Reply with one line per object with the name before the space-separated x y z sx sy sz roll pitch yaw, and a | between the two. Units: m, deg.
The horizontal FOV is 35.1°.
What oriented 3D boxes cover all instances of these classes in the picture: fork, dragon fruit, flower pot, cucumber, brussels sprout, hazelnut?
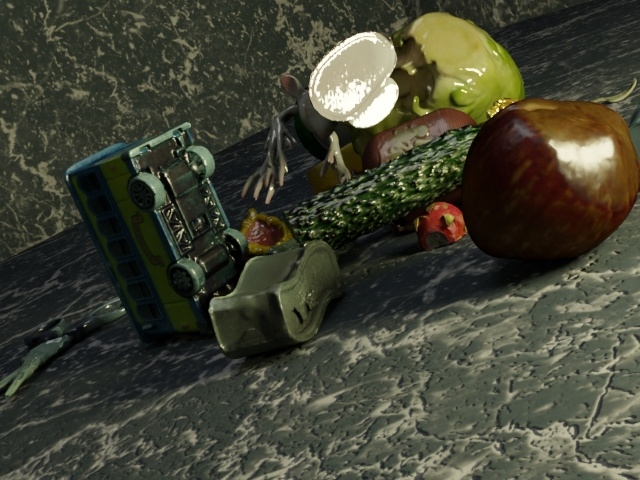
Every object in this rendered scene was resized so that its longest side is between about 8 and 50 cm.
fork | 0.522 -0.263 1.998 0.219 0.028 0.034 -23 20 15
dragon fruit | 0.178 -0.025 1.524 0.083 0.060 0.056 -14 12 24
flower pot | -0.055 0.079 1.395 0.108 0.103 0.229 -16 14 23
cucumber | 0.120 -0.084 1.527 0.359 0.096 0.096 -28 13 -1
brussels sprout | 0.218 -0.271 1.882 0.315 0.276 0.371 -13 -18 -19
hazelnut | 0.288 -0.064 1.257 0.234 0.218 0.218 -8 4 -32

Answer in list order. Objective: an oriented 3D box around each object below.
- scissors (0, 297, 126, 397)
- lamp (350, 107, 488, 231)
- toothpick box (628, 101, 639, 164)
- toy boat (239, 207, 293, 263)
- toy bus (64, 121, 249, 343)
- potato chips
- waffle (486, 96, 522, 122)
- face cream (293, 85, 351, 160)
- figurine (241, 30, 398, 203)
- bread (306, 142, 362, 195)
scissors | -0.495 0.202 1.792 0.256 0.029 0.383 -17 15 23
lamp | 0.181 -0.116 1.659 0.258 0.180 0.180 -20 13 13
toothpick box | 0.479 -0.146 1.419 0.101 0.101 0.153 -14 17 31
toy boat | -0.113 0.011 1.783 0.141 0.099 0.318 -18 11 4
toy bus | -0.242 -0.008 1.582 0.190 0.312 0.152 -12 17 38
potato chips | -0.004 -0.007 1.623 0.228 0.059 0.167 -43 26 -18
waffle | 0.377 -0.172 1.564 0.232 0.051 0.229 20 12 22
face cream | 0.116 -0.316 2.396 0.312 0.219 0.357 -11 -2 -36
figurine | -0.003 -0.196 1.792 0.206 0.284 0.316 12 -14 -13
bread | 0.063 -0.158 2.178 0.102 0.094 0.245 -24 9 39
